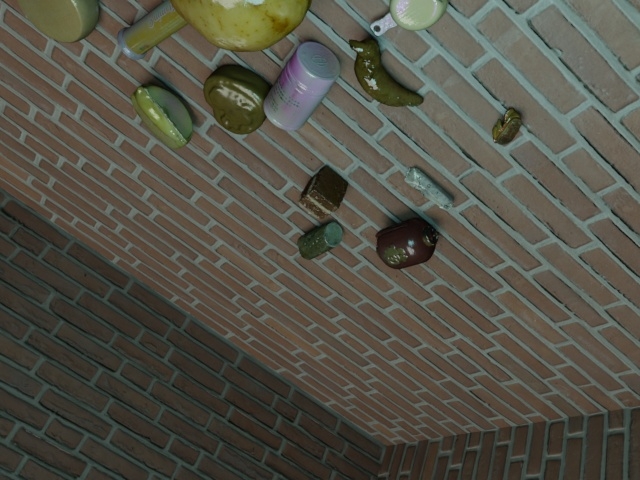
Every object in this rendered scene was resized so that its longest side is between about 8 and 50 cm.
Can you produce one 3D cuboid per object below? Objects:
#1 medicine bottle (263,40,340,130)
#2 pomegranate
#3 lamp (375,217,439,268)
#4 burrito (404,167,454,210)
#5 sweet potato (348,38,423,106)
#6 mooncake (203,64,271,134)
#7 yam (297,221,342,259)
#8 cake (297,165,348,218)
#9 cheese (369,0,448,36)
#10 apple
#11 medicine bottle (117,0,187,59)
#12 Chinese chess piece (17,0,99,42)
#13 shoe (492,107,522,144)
[{"bbox_3d":[-0.060,-0.468,1.832,0.152,0.152,0.254,33,142,-11],"label":"medicine bottle"},{"bbox_3d":[-0.206,-0.665,1.473,0.410,0.410,0.410,15,142,12],"label":"pomegranate"},{"bbox_3d":[0.313,0.008,2.185,0.180,0.180,0.258,43,139,-22],"label":"lamp"},{"bbox_3d":[0.370,-0.171,2.030,0.203,0.064,0.064,36,142,-14],"label":"burrito"},{"bbox_3d":[0.167,-0.479,1.742,0.124,0.098,0.310,-2,147,47],"label":"sweet potato"},{"bbox_3d":[-0.268,-0.463,1.989,0.235,0.117,0.234,17,141,14],"label":"mooncake"},{"bbox_3d":[0.000,0.000,2.407,0.107,0.107,0.194,41,140,-20],"label":"yam"},{"bbox_3d":[0.004,-0.171,2.179,0.134,0.135,0.147,40,146,-20],"label":"cake"},{"bbox_3d":[0.224,-0.605,1.580,0.227,0.064,0.137,-20,121,42],"label":"cheese"},{"bbox_3d":[-0.573,-0.459,2.166,0.193,0.120,0.265,1,136,48],"label":"apple"},{"bbox_3d":[-0.460,-0.683,1.835,0.426,0.108,0.108,-13,129,39],"label":"medicine bottle"},{"bbox_3d":[-0.854,-0.777,1.945,0.273,0.102,0.273,17,142,13],"label":"Chinese chess piece"},{"bbox_3d":[0.544,-0.329,1.736,0.072,0.069,0.109,-4,149,-2],"label":"shoe"}]
